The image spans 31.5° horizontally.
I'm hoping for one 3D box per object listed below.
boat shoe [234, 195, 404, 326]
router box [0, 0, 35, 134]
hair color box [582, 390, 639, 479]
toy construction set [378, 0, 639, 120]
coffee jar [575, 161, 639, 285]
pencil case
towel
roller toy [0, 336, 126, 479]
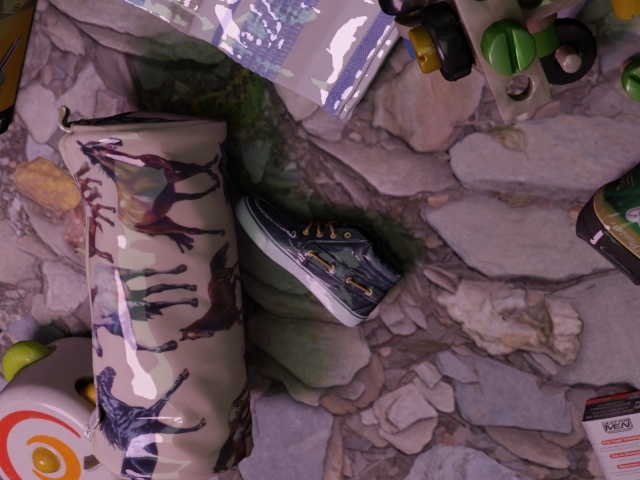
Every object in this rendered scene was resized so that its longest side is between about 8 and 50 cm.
[{"bbox_3d":[0.000,0.000,1.186,0.183,0.065,0.083,42,108,-1],"label":"boat shoe"},{"bbox_3d":[-0.401,-0.169,1.095,0.081,0.309,0.243,29,124,8],"label":"router box"},{"bbox_3d":[0.331,0.229,1.186,0.072,0.043,0.141,-15,112,27],"label":"hair color box"},{"bbox_3d":[0.171,-0.235,0.851,0.257,0.237,0.309,3,116,0],"label":"toy construction set"},{"bbox_3d":[0.320,-0.044,1.019,0.096,0.079,0.184,39,123,-7],"label":"coffee jar"},{"bbox_3d":[-0.173,0.056,1.179,0.183,0.160,0.410,-9,107,-19],"label":"pencil case"},{"bbox_3d":[-0.053,-0.244,1.037,0.285,0.034,0.209,28,133,-9],"label":"towel"},{"bbox_3d":[-0.297,0.228,1.370,0.209,0.146,0.191,7,120,17],"label":"roller toy"}]
